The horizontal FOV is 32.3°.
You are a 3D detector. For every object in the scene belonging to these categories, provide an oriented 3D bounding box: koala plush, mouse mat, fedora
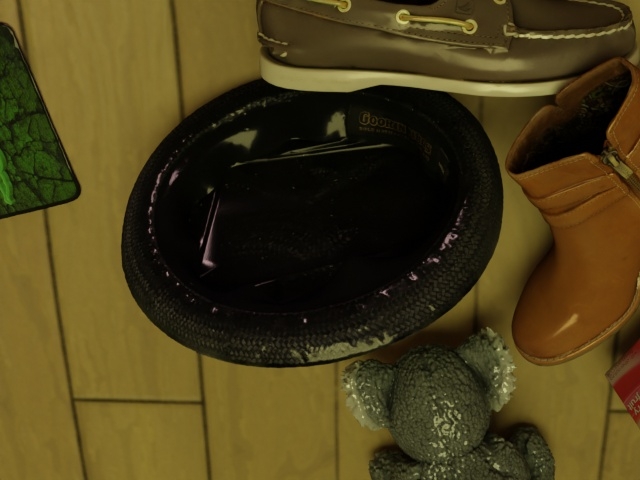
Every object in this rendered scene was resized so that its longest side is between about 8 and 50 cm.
[{"bbox_3d":[0.129,0.200,1.099,0.196,0.203,0.221,-11,104,9],"label":"koala plush"},{"bbox_3d":[-0.331,-0.105,1.064,0.153,0.007,0.189,-13,115,11],"label":"mouse mat"},{"bbox_3d":[0.000,0.000,0.984,0.334,0.334,0.152,-11,146,10],"label":"fedora"}]

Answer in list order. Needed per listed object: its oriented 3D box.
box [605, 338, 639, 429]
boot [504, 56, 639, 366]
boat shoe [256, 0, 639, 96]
[{"bbox_3d":[0.410,0.098,1.026,0.123,0.128,0.257,20,120,-33],"label":"box"},{"bbox_3d":[0.224,-0.017,0.952,0.283,0.109,0.220,-47,142,19],"label":"boot"},{"bbox_3d":[0.105,-0.186,0.931,0.325,0.116,0.096,2,121,10],"label":"boat shoe"}]
